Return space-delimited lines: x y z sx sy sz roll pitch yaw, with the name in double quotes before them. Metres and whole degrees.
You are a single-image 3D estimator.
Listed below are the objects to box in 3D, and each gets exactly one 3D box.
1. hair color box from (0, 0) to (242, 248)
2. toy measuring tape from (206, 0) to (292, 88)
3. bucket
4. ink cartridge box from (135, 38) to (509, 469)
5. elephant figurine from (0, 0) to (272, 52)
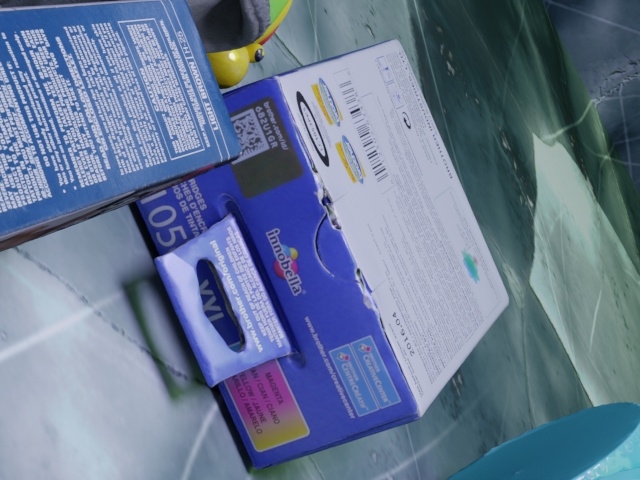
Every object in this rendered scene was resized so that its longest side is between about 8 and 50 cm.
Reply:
"hair color box" -0.189 -0.039 0.748 0.105 0.174 0.347 69 21 -2
"toy measuring tape" -0.091 -0.245 1.198 0.121 0.121 0.330 44 23 -47
"bucket" 0.212 0.274 1.306 0.183 0.281 0.281 62 22 -3
"ink cartridge box" 0.000 0.000 1.199 0.270 0.151 0.395 66 20 -4
"elephant figurine" -0.107 -0.187 0.992 0.169 0.239 0.186 61 22 -17
